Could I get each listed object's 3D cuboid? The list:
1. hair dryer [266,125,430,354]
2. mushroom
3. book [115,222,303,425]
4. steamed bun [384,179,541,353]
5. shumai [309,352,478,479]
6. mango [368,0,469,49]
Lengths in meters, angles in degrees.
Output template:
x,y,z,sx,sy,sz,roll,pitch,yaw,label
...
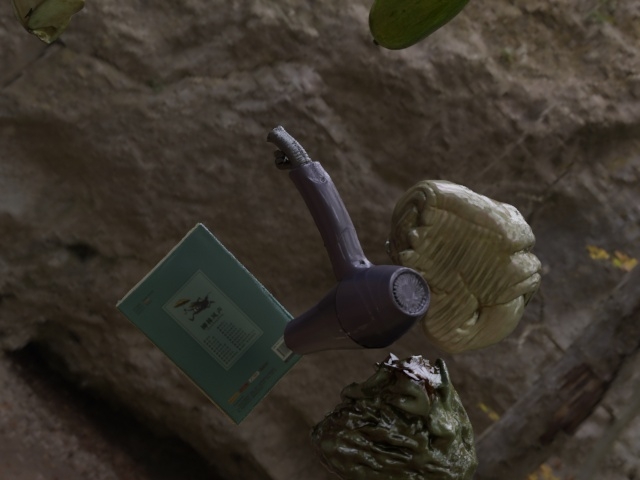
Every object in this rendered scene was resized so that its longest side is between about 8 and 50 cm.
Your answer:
x,y,z,sx,sy,sz,roll,pitch,yaw,label
0.000,0.000,1.460,0.301,0.121,0.361,-27,-97,54,hair dryer
-0.340,-0.374,1.121,0.100,0.081,0.312,-40,-121,39,mushroom
-0.223,0.183,2.137,0.379,0.264,0.031,47,-13,-10,book
0.297,0.052,2.132,0.352,0.339,0.247,25,13,3,steamed bun
0.121,0.262,1.458,0.256,0.218,0.189,13,18,-6,shumai
0.254,-0.578,2.303,0.343,0.192,0.156,-28,-55,38,mango
